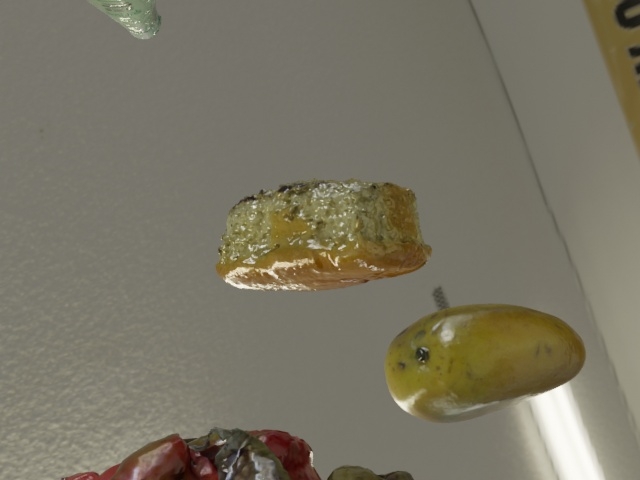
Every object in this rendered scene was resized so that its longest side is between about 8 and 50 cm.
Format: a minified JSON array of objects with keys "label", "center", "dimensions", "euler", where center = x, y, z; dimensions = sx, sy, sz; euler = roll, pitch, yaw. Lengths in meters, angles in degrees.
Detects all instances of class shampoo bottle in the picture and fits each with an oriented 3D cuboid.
[{"label":"shampoo bottle","center":[-0.175,-0.218,0.754],"dimensions":[0.191,0.069,0.041],"euler":[-155,56,-87]}]

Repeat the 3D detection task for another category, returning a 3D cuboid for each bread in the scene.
[{"label":"bread","center":[0.000,0.000,0.990],"dimensions":[0.174,0.246,0.121],"euler":[18,-115,-55]}]

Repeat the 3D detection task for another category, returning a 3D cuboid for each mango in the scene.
[{"label":"mango","center":[0.293,0.217,1.474],"dimensions":[0.365,0.253,0.182],"euler":[-1,-119,-11]}]

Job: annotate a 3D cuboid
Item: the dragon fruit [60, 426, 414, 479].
[{"label":"dragon fruit","center":[-0.039,0.222,0.387],"dimensions":[0.250,0.291,0.269],"euler":[-44,-47,-25]}]
